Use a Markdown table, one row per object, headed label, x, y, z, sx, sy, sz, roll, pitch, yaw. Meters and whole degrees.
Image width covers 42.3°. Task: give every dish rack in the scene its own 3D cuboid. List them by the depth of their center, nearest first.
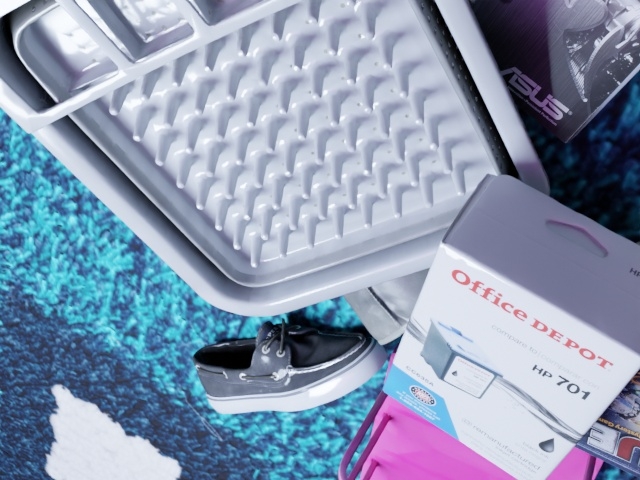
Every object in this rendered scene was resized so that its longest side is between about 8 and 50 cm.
| label | x | y | z | sx | sy | sz | roll | pitch | yaw |
| --- | --- | --- | --- | --- | --- | --- | --- | --- | --- |
| dish rack | -0.027 | -0.090 | 0.547 | 0.285 | 0.072 | 0.333 | -20 | 133 | 21 |

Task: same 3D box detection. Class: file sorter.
| label | x | y | z | sx | sy | sz | roll | pitch | yaw |
| --- | --- | --- | --- | --- | --- | --- | --- | --- | --- |
| file sorter | 0.103 | 0.287 | 0.747 | 0.202 | 0.182 | 0.291 | 22 | 126 | 17 |

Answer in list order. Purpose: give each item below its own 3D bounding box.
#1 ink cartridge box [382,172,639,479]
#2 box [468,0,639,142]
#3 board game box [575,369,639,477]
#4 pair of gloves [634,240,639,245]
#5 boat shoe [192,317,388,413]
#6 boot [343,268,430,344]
| label | x | y | z | sx | sy | sz | roll | pitch | yaw |
| --- | --- | --- | --- | --- | --- | --- | --- | --- | --- |
| ink cartridge box | 0.134 | 0.068 | 0.569 | 0.139 | 0.082 | 0.191 | 31 | 145 | 16 |
| box | 0.129 | -0.203 | 0.520 | 0.231 | 0.056 | 0.183 | 40 | 130 | 3 |
| board game box | 0.278 | 0.127 | 0.600 | 0.243 | 0.042 | 0.165 | 23 | 140 | 26 |
| pair of gloves | 0.341 | 0.064 | 0.568 | 0.204 | 0.042 | 0.240 | -23 | 104 | 38 |
| boat shoe | -0.041 | 0.113 | 0.800 | 0.228 | 0.080 | 0.076 | -16 | 110 | 44 |
| boot | -0.002 | 0.002 | 0.716 | 0.189 | 0.076 | 0.208 | -30 | 106 | 38 |
